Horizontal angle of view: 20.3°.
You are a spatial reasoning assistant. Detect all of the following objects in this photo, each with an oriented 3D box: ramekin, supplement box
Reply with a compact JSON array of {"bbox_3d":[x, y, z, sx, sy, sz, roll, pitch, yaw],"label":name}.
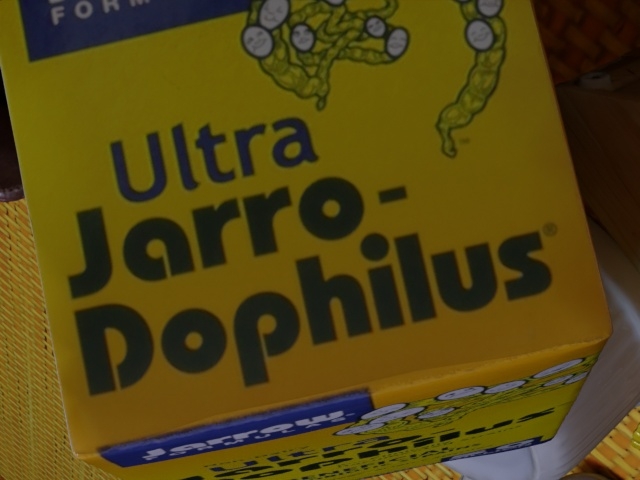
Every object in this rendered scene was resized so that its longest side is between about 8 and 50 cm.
[{"bbox_3d":[0.093,0.054,1.052,0.207,0.109,0.207,34,158,16],"label":"ramekin"},{"bbox_3d":[0.000,0.000,0.787,0.356,0.194,0.195,71,-174,-77],"label":"supplement box"}]

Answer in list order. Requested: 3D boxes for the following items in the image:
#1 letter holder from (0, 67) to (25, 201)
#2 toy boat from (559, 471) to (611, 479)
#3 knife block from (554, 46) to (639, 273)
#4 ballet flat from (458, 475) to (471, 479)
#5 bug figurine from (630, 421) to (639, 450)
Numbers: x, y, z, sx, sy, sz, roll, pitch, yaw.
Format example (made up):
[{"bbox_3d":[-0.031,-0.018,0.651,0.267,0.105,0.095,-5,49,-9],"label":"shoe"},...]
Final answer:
[{"bbox_3d":[-0.219,-0.195,0.962,0.302,0.214,0.152,38,159,10],"label":"letter holder"},{"bbox_3d":[0.248,0.303,1.254,0.318,0.148,0.267,41,165,-19],"label":"toy boat"},{"bbox_3d":[0.222,0.052,0.735,0.275,0.088,0.242,17,122,46],"label":"knife block"},{"bbox_3d":[0.124,0.198,1.351,0.057,0.052,0.168,37,158,13],"label":"ballet flat"},{"bbox_3d":[0.297,0.162,0.964,0.279,0.072,0.216,33,164,10],"label":"bug figurine"}]
